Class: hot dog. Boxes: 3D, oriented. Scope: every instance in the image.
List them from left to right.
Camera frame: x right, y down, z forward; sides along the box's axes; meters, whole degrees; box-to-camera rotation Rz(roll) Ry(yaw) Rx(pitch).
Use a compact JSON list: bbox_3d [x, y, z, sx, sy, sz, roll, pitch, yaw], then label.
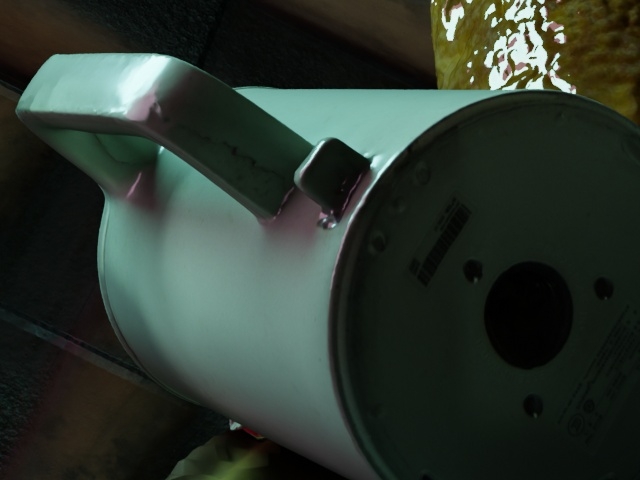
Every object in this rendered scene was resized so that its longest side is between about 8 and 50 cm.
[{"bbox_3d":[0.148,-0.099,1.157,0.196,0.122,0.272,-37,39,28],"label":"hot dog"}]

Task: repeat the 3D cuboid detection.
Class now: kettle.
[{"bbox_3d":[0.001,0.016,0.976,0.318,0.265,0.205,15,101,63],"label":"kettle"}]

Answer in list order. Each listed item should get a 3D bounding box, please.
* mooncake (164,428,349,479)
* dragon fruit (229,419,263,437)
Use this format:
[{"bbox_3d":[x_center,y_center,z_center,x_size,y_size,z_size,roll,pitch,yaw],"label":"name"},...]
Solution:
[{"bbox_3d":[-0.069,0.304,1.102,0.394,0.246,0.393,-60,-3,22],"label":"mooncake"},{"bbox_3d":[0.031,0.097,1.289,0.261,0.189,0.163,-158,57,-78],"label":"dragon fruit"}]
